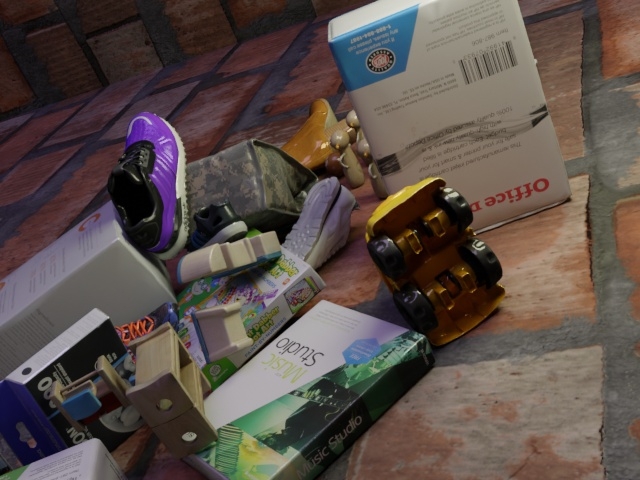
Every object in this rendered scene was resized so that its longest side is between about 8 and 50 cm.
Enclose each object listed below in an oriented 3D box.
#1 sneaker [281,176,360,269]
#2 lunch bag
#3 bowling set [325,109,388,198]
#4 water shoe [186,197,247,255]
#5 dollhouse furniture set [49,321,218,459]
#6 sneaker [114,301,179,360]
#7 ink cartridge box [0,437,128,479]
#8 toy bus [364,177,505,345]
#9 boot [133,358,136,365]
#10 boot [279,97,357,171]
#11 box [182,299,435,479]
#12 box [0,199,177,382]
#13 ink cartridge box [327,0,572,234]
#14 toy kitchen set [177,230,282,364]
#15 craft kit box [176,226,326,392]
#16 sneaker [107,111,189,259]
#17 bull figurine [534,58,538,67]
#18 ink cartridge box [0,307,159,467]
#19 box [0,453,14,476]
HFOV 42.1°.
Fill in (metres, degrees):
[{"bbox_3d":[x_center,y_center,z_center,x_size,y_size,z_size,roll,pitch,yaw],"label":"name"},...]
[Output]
[{"bbox_3d":[0.000,0.000,1.503,0.090,0.095,0.235,3,57,48],"label":"sneaker"},{"bbox_3d":[-0.148,-0.074,1.641,0.235,0.168,0.287,-17,-10,23],"label":"lunch bag"},{"bbox_3d":[0.076,-0.203,1.729,0.200,0.154,0.287,-9,30,27],"label":"bowling set"},{"bbox_3d":[-0.186,-0.021,1.448,0.073,0.080,0.203,-23,-1,-33],"label":"water shoe"},{"bbox_3d":[-0.250,0.229,1.116,0.184,0.128,0.129,-28,26,2],"label":"dollhouse furniture set"},{"bbox_3d":[-0.321,0.174,1.378,0.221,0.087,0.083,-39,38,13],"label":"sneaker"},{"bbox_3d":[-0.351,0.400,1.011,0.202,0.117,0.278,-22,26,4],"label":"ink cartridge box"},{"bbox_3d":[0.138,0.013,1.222,0.150,0.220,0.211,-34,22,-9],"label":"toy bus"},{"bbox_3d":[-0.292,0.216,1.341,0.158,0.084,0.059,-21,28,10],"label":"boot"},{"bbox_3d":[-0.046,-0.230,1.941,0.211,0.104,0.295,-31,25,-5],"label":"boot"},{"bbox_3d":[-0.031,0.217,1.152,0.322,0.058,0.232,-40,30,-25],"label":"box"},{"bbox_3d":[-0.455,0.117,1.500,0.345,0.168,0.215,-37,27,0],"label":"box"},{"bbox_3d":[0.213,-0.217,1.376,0.286,0.394,0.166,-19,25,9],"label":"ink cartridge box"},{"bbox_3d":[-0.144,0.091,1.309,0.122,0.166,0.207,-20,-2,28],"label":"toy kitchen set"},{"bbox_3d":[-0.143,0.105,1.401,0.247,0.061,0.250,-41,30,-11],"label":"craft kit box"},{"bbox_3d":[-0.316,-0.119,1.480,0.102,0.146,0.293,-23,64,21],"label":"sneaker"},{"bbox_3d":[0.334,-0.361,1.866,0.311,0.101,0.188,-6,30,33],"label":"bull figurine"},{"bbox_3d":[-0.358,0.239,1.212,0.045,0.206,0.208,22,51,43],"label":"ink cartridge box"},{"bbox_3d":[-0.538,0.389,1.192,0.036,0.114,0.207,8,41,47],"label":"box"}]
